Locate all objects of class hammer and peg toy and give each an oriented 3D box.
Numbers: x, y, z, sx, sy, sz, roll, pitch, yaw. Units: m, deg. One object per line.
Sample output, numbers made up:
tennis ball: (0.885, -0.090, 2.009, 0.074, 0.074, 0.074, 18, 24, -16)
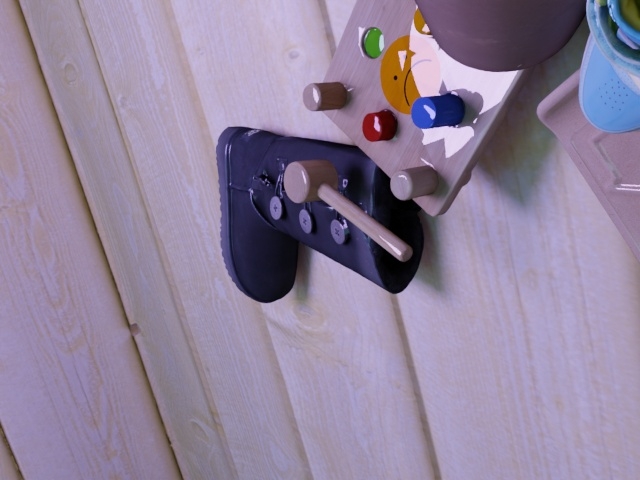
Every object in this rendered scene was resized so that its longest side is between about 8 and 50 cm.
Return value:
hammer and peg toy: (0.103, -0.157, 0.921, 0.266, 0.127, 0.361, 47, 131, 28)

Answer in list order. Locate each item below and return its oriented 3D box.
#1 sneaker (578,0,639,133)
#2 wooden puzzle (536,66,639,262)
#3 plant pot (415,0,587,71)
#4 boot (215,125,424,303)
sneaker: (0.236, -0.151, 0.519, 0.127, 0.208, 0.319, 47, 155, 14)
wooden puzzle: (0.400, -0.067, 0.645, 0.348, 0.080, 0.322, 56, 149, 7)
plant pot: (0.165, -0.280, 0.650, 0.263, 0.263, 0.229, 48, 173, 27)
boot: (-0.001, -0.002, 1.257, 0.445, 0.146, 0.367, 18, 127, 46)
